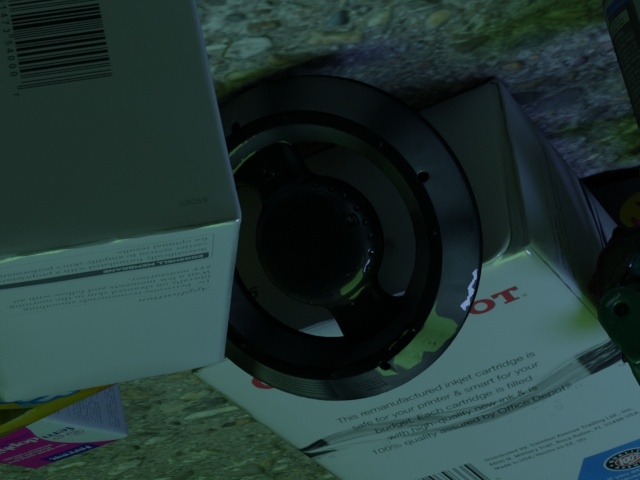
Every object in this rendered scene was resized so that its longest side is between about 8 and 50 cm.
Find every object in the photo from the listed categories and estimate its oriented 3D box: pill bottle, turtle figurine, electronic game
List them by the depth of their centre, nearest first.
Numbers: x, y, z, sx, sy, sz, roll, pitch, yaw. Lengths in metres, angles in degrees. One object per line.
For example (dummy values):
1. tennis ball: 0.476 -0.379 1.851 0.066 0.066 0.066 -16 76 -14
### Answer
1. pill bottle: 0.244 -0.108 1.088 0.078 0.137 0.078 -11 161 -4
2. electronic game: 0.000 0.000 1.122 0.229 0.229 0.048 -22 -176 23
3. turtle figurine: 0.248 0.037 1.151 0.118 0.175 0.234 14 176 16

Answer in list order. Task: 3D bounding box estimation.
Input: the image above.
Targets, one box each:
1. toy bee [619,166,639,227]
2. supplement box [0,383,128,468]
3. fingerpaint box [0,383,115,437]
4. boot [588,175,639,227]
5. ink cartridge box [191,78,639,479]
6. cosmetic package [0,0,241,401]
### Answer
1. toy bee: 0.317 -0.046 1.320 0.195 0.162 0.298 -19 135 -31
2. supplement box: -0.280 0.127 1.452 0.111 0.114 0.220 -21 161 20
3. fingerpaint box: -0.382 0.053 1.098 0.371 0.163 0.445 -26 157 33
4. boot: 0.350 -0.029 1.467 0.305 0.112 0.115 -10 178 10
5. ink cartridge box: 0.115 0.078 1.332 0.285 0.166 0.395 -22 141 22
6. cosmetic package: -0.129 -0.060 0.852 0.138 0.224 0.224 -9 161 -10
